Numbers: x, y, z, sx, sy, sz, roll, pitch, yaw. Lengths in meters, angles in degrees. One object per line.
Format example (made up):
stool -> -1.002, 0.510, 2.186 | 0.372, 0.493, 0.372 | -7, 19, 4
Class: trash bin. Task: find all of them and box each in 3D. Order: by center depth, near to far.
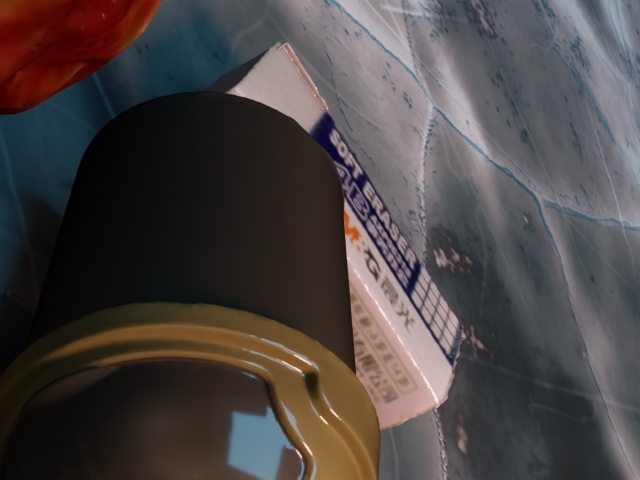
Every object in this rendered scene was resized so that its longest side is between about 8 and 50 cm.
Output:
trash bin -> -0.073, 0.079, 0.876 | 0.214, 0.214, 0.333 | 45, 30, -32

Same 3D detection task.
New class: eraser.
eraser -> 0.000, 0.000, 1.192 | 0.287, 0.086, 0.130 | 58, 27, -13

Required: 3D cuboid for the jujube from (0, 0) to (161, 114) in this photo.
jujube -> -0.243, -0.229, 0.774 | 0.377, 0.276, 0.276 | 33, 41, -32
